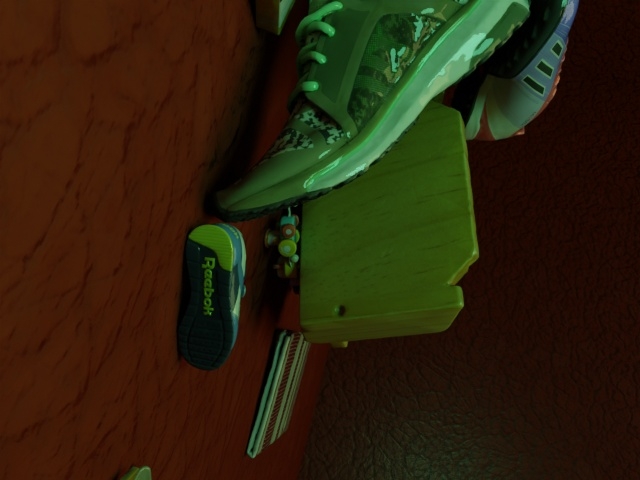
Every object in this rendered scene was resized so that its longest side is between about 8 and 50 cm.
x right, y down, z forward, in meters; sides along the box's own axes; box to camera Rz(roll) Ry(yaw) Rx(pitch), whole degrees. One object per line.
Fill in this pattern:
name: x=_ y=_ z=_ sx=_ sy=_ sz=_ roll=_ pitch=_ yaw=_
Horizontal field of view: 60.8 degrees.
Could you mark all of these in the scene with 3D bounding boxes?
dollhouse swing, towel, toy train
dollhouse swing: x=0.111 y=-0.002 z=0.893 sx=0.305 sy=0.316 sz=0.346 roll=42 pitch=43 yaw=-55
towel: x=-0.081 y=0.304 z=1.136 sx=0.329 sy=0.037 sz=0.236 roll=61 pitch=44 yaw=-77
toy train: x=-0.051 y=-0.003 z=0.814 sx=0.166 sy=0.046 sz=0.125 roll=83 pitch=7 yaw=-59

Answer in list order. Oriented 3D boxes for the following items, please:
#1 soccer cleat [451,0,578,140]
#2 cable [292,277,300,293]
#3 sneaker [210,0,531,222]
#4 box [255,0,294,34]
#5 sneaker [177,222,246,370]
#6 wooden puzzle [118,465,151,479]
soccer cleat: x=0.265 y=-0.224 z=0.709 sx=0.318 sy=0.117 sz=0.108 roll=102 pitch=-8 yaw=-73
cable: x=0.000 y=0.000 z=1.097 sx=0.139 sy=0.072 sz=0.287 roll=94 pitch=10 yaw=-51
sneaker: x=0.023 y=-0.180 z=0.557 sx=0.410 sy=0.182 sz=0.158 roll=-44 pitch=-170 yaw=-19
box: x=-0.031 y=-0.254 z=0.473 sx=0.136 sy=0.028 sz=0.081 roll=107 pitch=5 yaw=-75
sneaker: x=-0.094 y=0.051 z=0.501 sx=0.059 sy=0.053 sz=0.144 roll=-63 pitch=164 yaw=-73
wooden puzzle: x=-0.160 y=0.229 z=0.439 sx=0.078 sy=0.014 sz=0.116 roll=-54 pitch=155 yaw=-64
